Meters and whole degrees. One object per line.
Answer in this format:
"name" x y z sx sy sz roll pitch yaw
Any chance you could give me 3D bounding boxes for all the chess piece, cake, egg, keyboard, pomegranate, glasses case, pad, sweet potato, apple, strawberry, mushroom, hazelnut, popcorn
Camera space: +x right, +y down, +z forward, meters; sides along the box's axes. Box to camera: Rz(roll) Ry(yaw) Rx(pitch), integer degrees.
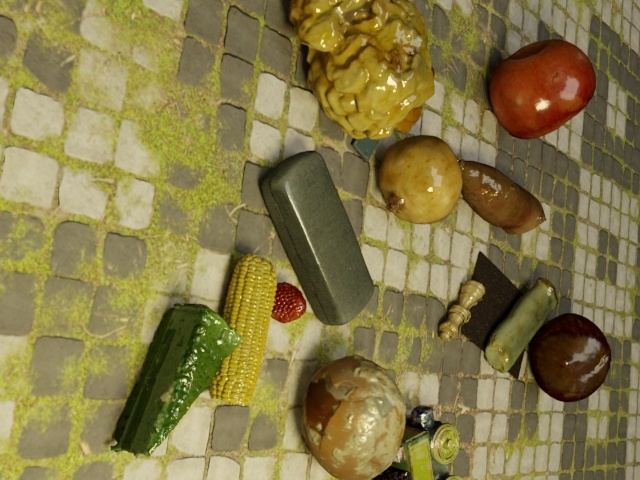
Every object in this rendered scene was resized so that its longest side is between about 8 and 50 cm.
"chess piece" 0.323 0.167 1.772 0.172 0.060 0.060 -52 125 -33
"cake" -0.211 0.220 1.148 0.099 0.100 0.235 40 61 -39
"egg" 0.060 0.324 1.382 0.195 0.195 0.233 -7 109 -48
"keyboard" 0.114 -0.242 1.578 0.055 0.014 0.176 48 56 -35
"pomegranate" 0.198 -0.119 1.560 0.196 0.196 0.196 1 89 -48
"glasses case" 0.000 0.000 1.404 0.131 0.074 0.323 -42 119 -39
"pad" 0.455 0.197 1.954 0.330 0.004 0.220 40 61 -40
"sweet potato" 0.406 -0.105 1.820 0.337 0.131 0.131 21 74 -45
"apple" 0.541 -0.377 1.882 0.272 0.251 0.206 -36 101 -24
"strawberry" -0.053 0.112 1.342 0.073 0.083 0.073 -12 107 -45
"mushroom" 0.514 0.209 1.961 0.312 0.081 0.100 -41 116 -35
"hazelnut" 0.650 0.307 2.047 0.218 0.218 0.233 19 94 -46
"popcorn" 0.087 -0.348 1.411 0.332 0.225 0.265 49 59 -21

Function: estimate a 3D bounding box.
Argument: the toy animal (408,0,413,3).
"toy animal" 0.141 -0.547 1.532 0.156 0.156 0.229 -12 88 -47

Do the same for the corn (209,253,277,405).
"corn" -0.125 0.146 1.261 0.081 0.081 0.248 25 70 -45

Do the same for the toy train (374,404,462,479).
"toy train" 0.196 0.476 1.576 0.177 0.134 0.260 -15 100 -38
